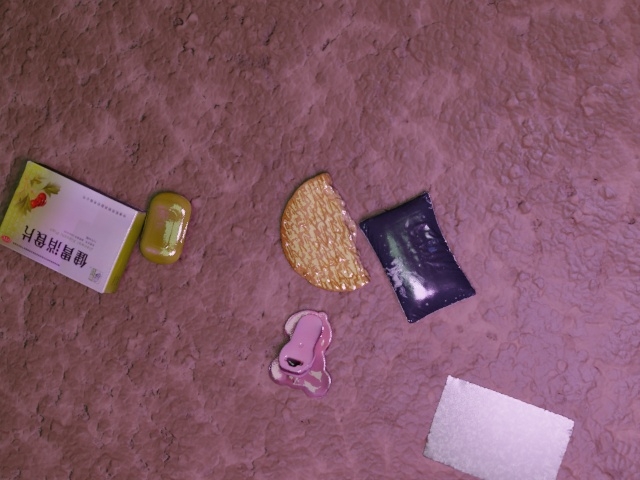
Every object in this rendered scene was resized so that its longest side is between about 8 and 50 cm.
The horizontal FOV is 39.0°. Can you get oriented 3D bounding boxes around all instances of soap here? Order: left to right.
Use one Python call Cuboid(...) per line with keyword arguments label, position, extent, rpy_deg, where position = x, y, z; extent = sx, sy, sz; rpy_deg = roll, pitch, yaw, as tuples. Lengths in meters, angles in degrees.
Cuboid(label="soap", position=(-0.298, -0.023, 1.743), extent=(0.089, 0.045, 0.140), rpy_deg=(15, 91, 16))

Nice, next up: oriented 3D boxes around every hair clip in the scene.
Cuboid(label="hair clip", position=(-0.029, 0.208, 1.679), extent=(0.123, 0.102, 0.138), rpy_deg=(12, 57, 11))

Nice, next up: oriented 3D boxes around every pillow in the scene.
Cuboid(label="pillow", position=(0.173, 0.033, 1.630), extent=(0.141, 0.055, 0.208), rpy_deg=(-25, 82, 4))

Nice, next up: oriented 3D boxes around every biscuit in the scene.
Cuboid(label="biscuit", position=(0.000, 0.000, 1.682), extent=(0.144, 0.033, 0.224), rpy_deg=(-25, 82, 12))

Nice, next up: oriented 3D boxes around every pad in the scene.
Cuboid(label="pad", position=(0.314, 0.352, 1.607), extent=(0.235, 0.003, 0.158), rpy_deg=(19, 91, 13))

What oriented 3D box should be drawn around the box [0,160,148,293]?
Cuboid(label="box", position=(-0.489, -0.027, 1.777), extent=(0.260, 0.062, 0.175), rpy_deg=(24, 92, 12))
